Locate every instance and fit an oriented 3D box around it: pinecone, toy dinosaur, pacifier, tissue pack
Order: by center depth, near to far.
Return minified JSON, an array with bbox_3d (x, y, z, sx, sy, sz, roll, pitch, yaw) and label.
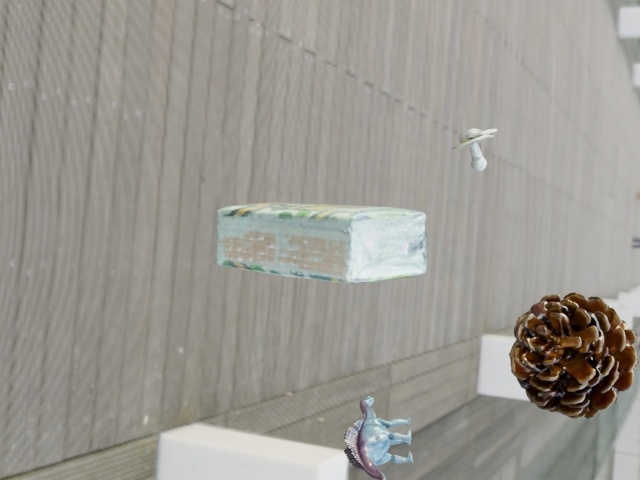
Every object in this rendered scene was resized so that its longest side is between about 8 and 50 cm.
[{"bbox_3d":[0.067,0.236,1.013,0.197,0.080,0.045,-82,170,-68],"label":"toy dinosaur"},{"bbox_3d":[0.311,0.140,1.093,0.173,0.173,0.173,4,90,-66],"label":"pinecone"},{"bbox_3d":[0.234,-0.135,1.289,0.083,0.068,0.064,-20,93,-71],"label":"pacifier"},{"bbox_3d":[0.000,0.000,1.527,0.228,0.311,0.128,-2,94,-51],"label":"tissue pack"}]
